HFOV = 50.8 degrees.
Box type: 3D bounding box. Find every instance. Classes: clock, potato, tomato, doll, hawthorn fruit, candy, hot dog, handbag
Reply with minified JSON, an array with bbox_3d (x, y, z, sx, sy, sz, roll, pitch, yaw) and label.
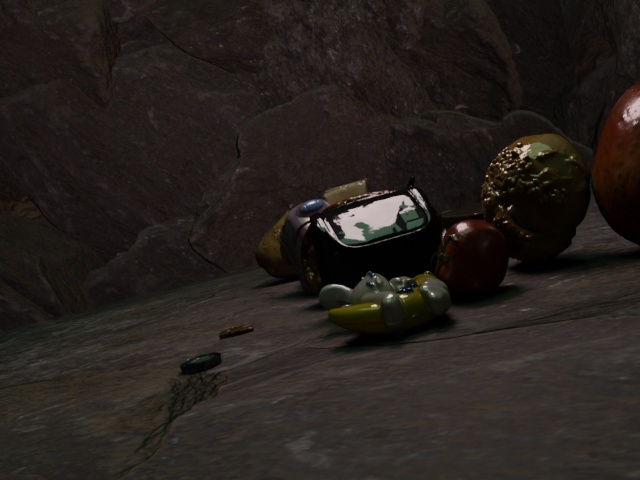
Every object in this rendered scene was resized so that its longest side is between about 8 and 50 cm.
[{"bbox_3d":[-0.238,0.244,1.343,0.085,0.017,0.085,-14,4,1],"label":"clock"},{"bbox_3d":[-0.115,0.039,2.590,0.237,0.301,0.288,-39,-45,17],"label":"potato"},{"bbox_3d":[0.313,0.042,1.392,0.167,0.168,0.167,-14,3,1],"label":"tomato"},{"bbox_3d":[0.121,0.113,1.270,0.237,0.111,0.252,-15,12,-3],"label":"doll"},{"bbox_3d":[0.739,-0.182,1.345,0.402,0.403,0.403,-14,3,1],"label":"hawthorn fruit"},{"bbox_3d":[0.134,-0.078,2.694,0.179,0.321,0.135,-10,7,16],"label":"candy"},{"bbox_3d":[0.130,0.021,1.711,0.387,0.267,0.174,-14,-15,14],"label":"hot dog"},{"bbox_3d":[0.139,0.007,1.519,0.301,0.275,0.178,-15,-5,-6],"label":"handbag"}]

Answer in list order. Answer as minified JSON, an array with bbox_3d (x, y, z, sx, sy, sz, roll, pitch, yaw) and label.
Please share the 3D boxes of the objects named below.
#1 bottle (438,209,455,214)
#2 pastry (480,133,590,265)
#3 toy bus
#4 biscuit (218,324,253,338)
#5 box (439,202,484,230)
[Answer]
[{"bbox_3d":[0.438,-0.046,2.604,0.120,0.121,0.253,-16,2,-33],"label":"bottle"},{"bbox_3d":[0.470,-0.092,1.552,0.184,0.285,0.316,-4,-39,-14],"label":"pastry"},{"bbox_3d":[0.000,0.000,2.017,0.197,0.294,0.232,-21,-39,-17],"label":"toy bus"},{"bbox_3d":[-0.203,0.219,1.641,0.092,0.016,0.082,-14,2,27],"label":"biscuit"},{"bbox_3d":[0.467,-0.027,1.949,0.184,0.143,0.273,-15,5,-19],"label":"box"}]
